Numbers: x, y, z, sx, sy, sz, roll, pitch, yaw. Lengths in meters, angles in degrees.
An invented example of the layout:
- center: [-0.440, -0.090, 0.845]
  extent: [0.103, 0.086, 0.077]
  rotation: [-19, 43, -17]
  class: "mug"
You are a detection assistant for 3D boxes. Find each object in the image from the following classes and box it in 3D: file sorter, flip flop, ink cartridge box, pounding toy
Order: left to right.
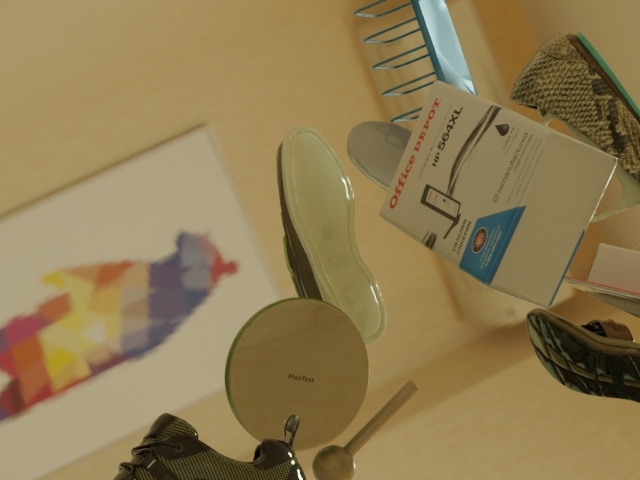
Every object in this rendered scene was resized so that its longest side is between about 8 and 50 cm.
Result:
- center: [-0.026, 0.171, 1.821]
  extent: [0.237, 0.183, 0.110]
  rotation: [42, -13, -22]
  class: "pounding toy"
- center: [0.131, -0.258, 2.088]
  extent: [0.118, 0.104, 0.170]
  rotation: [-15, 86, -65]
  class: "file sorter"
- center: [0.156, -0.047, 1.379]
  extent: [0.203, 0.085, 0.148]
  rotation: [34, -76, 57]
  class: "ink cartridge box"
- center: [0.401, 0.153, 2.028]
  extent: [0.277, 0.080, 0.112]
  rotation: [13, -50, 38]
  class: "flip flop"
- center: [0.388, 0.057, 1.565]
  extent: [0.261, 0.066, 0.296]
  rotation: [22, -4, -36]
  class: "ink cartridge box"

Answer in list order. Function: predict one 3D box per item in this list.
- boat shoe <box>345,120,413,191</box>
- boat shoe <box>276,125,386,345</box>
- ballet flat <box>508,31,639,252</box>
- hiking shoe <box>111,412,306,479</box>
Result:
- center: [0.153, -0.079, 2.115]
  extent: [0.267, 0.096, 0.088]
  rotation: [22, -23, -5]
  class: "boat shoe"
- center: [-0.004, 0.001, 2.005]
  extent: [0.091, 0.109, 0.305]
  rotation: [-23, -97, 54]
  class: "boat shoe"
- center: [0.452, -0.076, 2.092]
  extent: [0.483, 0.182, 0.164]
  rotation: [46, 9, 9]
  class: "ballet flat"
- center: [-0.114, 0.175, 0.977]
  extent: [0.086, 0.226, 0.114]
  rotation: [121, -39, -60]
  class: "hiking shoe"
